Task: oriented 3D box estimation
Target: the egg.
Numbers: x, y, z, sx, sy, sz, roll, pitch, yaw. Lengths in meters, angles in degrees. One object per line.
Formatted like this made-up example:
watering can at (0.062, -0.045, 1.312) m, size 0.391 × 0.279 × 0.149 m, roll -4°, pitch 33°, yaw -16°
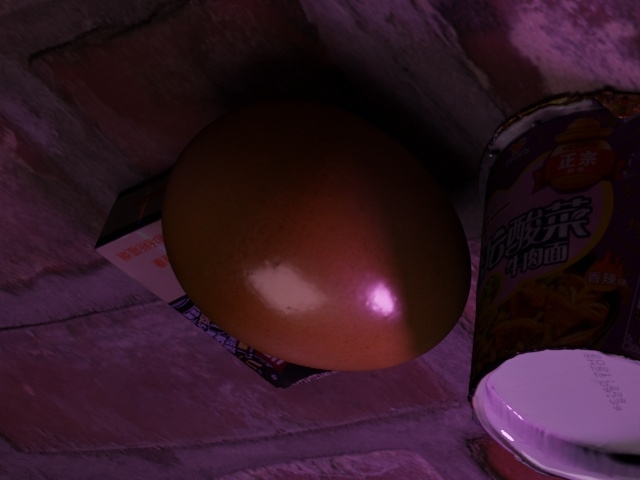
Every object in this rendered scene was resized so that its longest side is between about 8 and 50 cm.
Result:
egg at (0.000, 0.000, 1.601) m, size 0.322 × 0.250 × 0.250 m, roll 29°, pitch 144°, yaw -14°

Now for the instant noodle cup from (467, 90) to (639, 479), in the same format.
instant noodle cup at (0.282, 0.062, 1.552) m, size 0.340 × 0.266 × 0.339 m, roll 13°, pitch 145°, yaw 9°

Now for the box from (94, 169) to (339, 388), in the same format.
box at (-0.074, 0.038, 1.839) m, size 0.198 × 0.084 × 0.310 m, roll -21°, pitch 130°, yaw 42°
